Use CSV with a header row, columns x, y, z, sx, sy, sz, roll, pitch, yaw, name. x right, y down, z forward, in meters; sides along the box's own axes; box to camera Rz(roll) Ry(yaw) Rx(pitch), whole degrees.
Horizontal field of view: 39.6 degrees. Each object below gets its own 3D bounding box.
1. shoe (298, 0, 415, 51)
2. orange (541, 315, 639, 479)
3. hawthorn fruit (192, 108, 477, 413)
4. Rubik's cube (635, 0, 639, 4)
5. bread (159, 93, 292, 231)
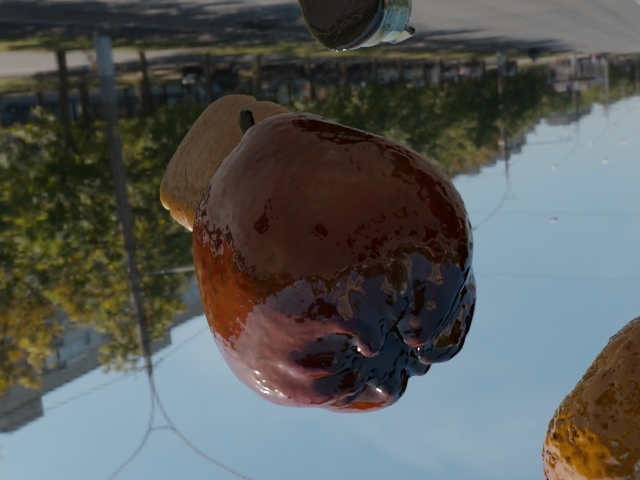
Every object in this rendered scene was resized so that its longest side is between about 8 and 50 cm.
x,y,z,sx,sy,sz,roll,pitch,yaw,name
0.010,-0.294,0.804,0.103,0.274,0.098,-24,169,35,shoe
0.460,0.255,1.131,0.293,0.340,0.341,38,-154,19,orange
0.000,0.000,0.700,0.224,0.224,0.260,-11,-127,-34,hawthorn fruit
0.432,-0.277,0.653,0.301,0.305,0.304,28,151,-36,Rubik's cube
-0.081,-0.069,0.998,0.121,0.174,0.245,44,174,-37,bread
